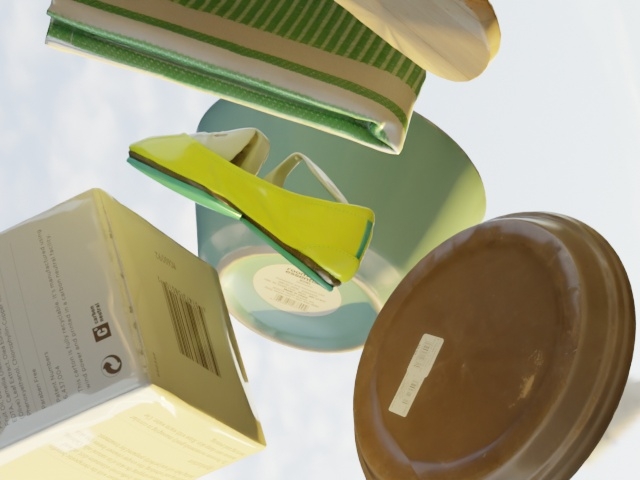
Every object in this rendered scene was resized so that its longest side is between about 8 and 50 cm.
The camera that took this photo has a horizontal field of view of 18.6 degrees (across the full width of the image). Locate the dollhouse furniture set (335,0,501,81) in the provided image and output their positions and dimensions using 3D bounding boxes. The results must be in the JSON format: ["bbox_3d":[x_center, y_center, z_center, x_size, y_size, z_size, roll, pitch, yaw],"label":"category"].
[{"bbox_3d":[0.211,-0.279,0.932,0.256,0.394,0.362,38,-120,3],"label":"dollhouse furniture set"}]

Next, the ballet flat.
[{"bbox_3d":[-0.048,-0.041,1.480,0.077,0.231,0.077,-58,-34,-1],"label":"ballet flat"}]

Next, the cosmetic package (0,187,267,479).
[{"bbox_3d":[-0.248,0.129,1.338,0.197,0.365,0.155,42,-152,-62],"label":"cosmetic package"}]

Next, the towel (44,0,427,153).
[{"bbox_3d":[-0.040,-0.185,1.302,0.325,0.247,0.038,-80,9,-55],"label":"towel"}]

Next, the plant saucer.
[{"bbox_3d":[0.123,0.097,1.521,0.041,0.278,0.278,31,-135,-36],"label":"plant saucer"}]

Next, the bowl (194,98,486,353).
[{"bbox_3d":[0.000,0.000,1.956,0.311,0.311,0.163,52,-137,-41],"label":"bowl"}]
